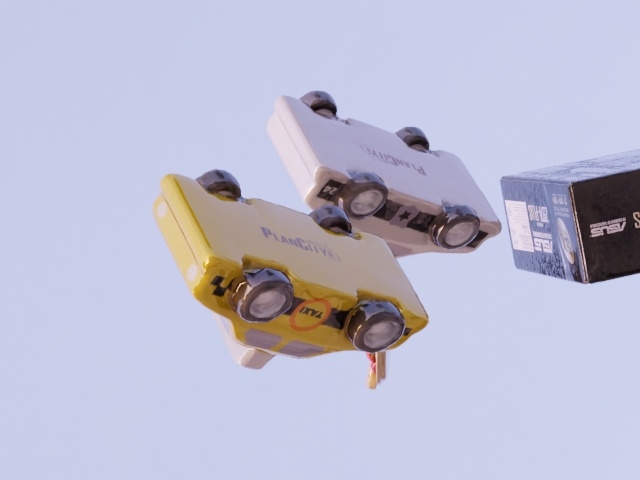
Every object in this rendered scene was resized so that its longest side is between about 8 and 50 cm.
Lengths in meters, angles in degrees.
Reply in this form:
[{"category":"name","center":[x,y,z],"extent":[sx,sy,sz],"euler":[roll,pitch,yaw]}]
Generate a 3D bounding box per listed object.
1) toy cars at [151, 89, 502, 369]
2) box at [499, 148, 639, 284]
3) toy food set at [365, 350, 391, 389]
[{"category":"toy cars","center":[0.000,0.000,1.298],"extent":[0.087,0.176,0.393],"euler":[-50,-3,25]},{"category":"box","center":[0.235,-0.023,1.499],"extent":[0.147,0.180,0.078],"euler":[-12,-85,-11]},{"category":"toy food set","center":[0.049,0.082,1.670],"extent":[0.020,0.083,0.083],"euler":[2,-17,6]}]
